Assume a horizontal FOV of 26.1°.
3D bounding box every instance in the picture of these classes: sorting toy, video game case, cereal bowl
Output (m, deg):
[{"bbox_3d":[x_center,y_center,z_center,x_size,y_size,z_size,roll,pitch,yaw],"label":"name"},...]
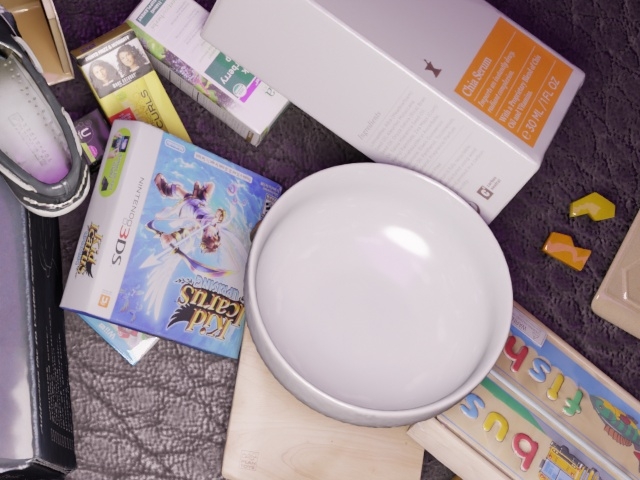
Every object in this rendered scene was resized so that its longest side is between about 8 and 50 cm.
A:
[{"bbox_3d":[0.012,0.204,1.829,0.257,0.089,0.256,10,82,-7],"label":"sorting toy"},{"bbox_3d":[-0.182,0.004,1.763,0.269,0.061,0.244,23,80,-46],"label":"video game case"},{"bbox_3d":[0.476,0.024,1.938,0.307,0.041,0.229,30,85,-3],"label":"sorting toy"},{"bbox_3d":[0.061,0.081,1.721,0.339,0.141,0.339,6,62,-12],"label":"cereal bowl"},{"bbox_3d":[-0.236,0.068,1.852,0.119,0.015,0.166,43,81,-1],"label":"video game case"}]

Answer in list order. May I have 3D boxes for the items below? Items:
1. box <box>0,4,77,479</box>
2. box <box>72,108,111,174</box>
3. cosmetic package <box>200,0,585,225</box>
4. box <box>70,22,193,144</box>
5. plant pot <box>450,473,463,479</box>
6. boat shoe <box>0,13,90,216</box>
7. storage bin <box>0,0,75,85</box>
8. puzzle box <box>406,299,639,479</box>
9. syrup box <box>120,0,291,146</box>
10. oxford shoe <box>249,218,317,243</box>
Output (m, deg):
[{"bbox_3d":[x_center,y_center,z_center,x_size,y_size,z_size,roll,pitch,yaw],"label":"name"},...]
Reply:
[{"bbox_3d":[-0.453,0.042,1.580,0.297,0.472,0.480,-4,79,-8],"label":"box"},{"bbox_3d":[-0.301,-0.130,1.831,0.052,0.083,0.062,-32,89,-10],"label":"box"},{"bbox_3d":[0.100,-0.244,1.811,0.453,0.161,0.230,35,46,-2],"label":"cosmetic package"},{"bbox_3d":[-0.234,-0.162,1.809,0.087,0.058,0.232,-28,114,-7],"label":"box"},{"bbox_3d":[0.188,0.434,1.775,0.237,0.237,0.254,29,65,-3],"label":"plant pot"},{"bbox_3d":[-0.326,-0.162,1.348,0.114,0.091,0.302,-41,87,-14],"label":"boat shoe"},{"bbox_3d":[-0.463,-0.260,1.740,0.262,0.260,0.123,-17,82,-9],"label":"storage bin"},{"bbox_3d":[0.330,0.278,1.809,0.409,0.052,0.272,38,46,-2],"label":"puzzle box"},{"bbox_3d":[-0.148,-0.238,1.857,0.237,0.096,0.093,37,81,-1],"label":"syrup box"},{"bbox_3d":[0.000,0.000,1.851,0.212,0.076,0.076,15,57,-27],"label":"oxford shoe"}]
